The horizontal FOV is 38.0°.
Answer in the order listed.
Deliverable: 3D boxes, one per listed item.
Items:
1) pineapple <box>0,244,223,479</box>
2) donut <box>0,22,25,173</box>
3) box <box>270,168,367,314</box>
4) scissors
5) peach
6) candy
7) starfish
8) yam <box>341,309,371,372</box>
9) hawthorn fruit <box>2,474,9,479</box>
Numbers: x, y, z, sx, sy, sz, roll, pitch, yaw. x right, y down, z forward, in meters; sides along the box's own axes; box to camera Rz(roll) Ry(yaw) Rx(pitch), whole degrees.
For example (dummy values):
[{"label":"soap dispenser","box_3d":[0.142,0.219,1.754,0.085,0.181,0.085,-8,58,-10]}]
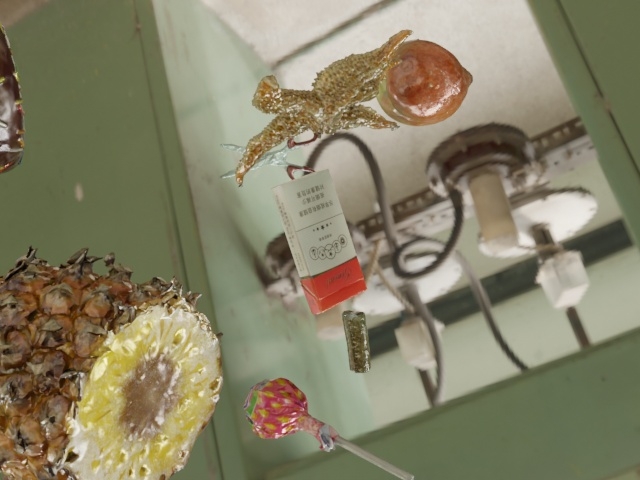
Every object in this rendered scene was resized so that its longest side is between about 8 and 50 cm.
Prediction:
[{"label":"pineapple","box_3d":[-0.325,0.173,1.241,0.300,0.352,0.352,20,163,26]},{"label":"donut","box_3d":[-0.417,-0.181,1.119,0.089,0.235,0.235,-14,153,-25]},{"label":"box","box_3d":[0.000,0.000,1.719,0.035,0.245,0.139,-12,-171,45]},{"label":"scissors","box_3d":[-0.121,-0.197,2.222,0.247,0.017,0.144,-5,107,-23]},{"label":"peach","box_3d":[0.246,-0.372,2.178,0.232,0.233,0.232,-11,151,-6]},{"label":"candy","box_3d":[0.015,0.370,1.759,0.124,0.365,0.124,-44,147,-39]},{"label":"starfish","box_3d":[0.021,-0.198,1.414,0.293,0.084,0.301,-25,158,-23]},{"label":"yam","box_3d":[0.079,0.215,1.992,0.054,0.132,0.054,-7,-174,1]},{"label":"hawthorn fruit","box_3d":[-0.441,0.445,1.519,0.185,0.202,0.185,2,149,1]}]
